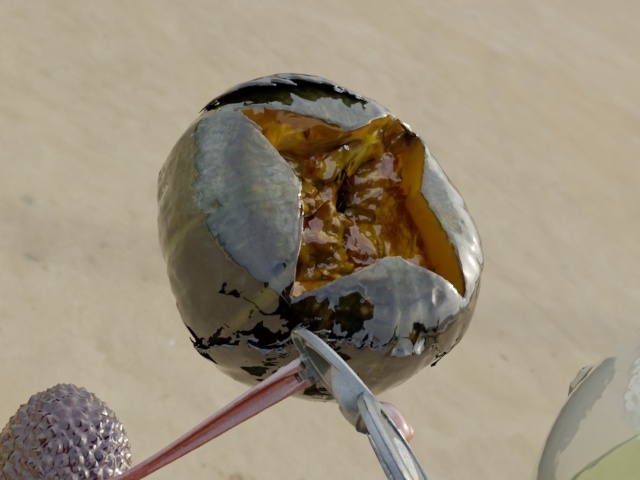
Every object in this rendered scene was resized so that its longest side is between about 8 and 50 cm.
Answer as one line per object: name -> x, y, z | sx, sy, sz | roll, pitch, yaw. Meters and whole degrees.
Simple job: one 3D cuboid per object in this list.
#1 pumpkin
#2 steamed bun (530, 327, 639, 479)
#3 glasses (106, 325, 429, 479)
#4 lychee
pumpkin -> 0.000, 0.000, 1.060 | 0.321, 0.192, 0.320 | 15, 54, -21
steamed bun -> 0.256, 0.163, 0.519 | 0.309, 0.309, 0.309 | 29, 23, -14
glasses -> -0.061, 0.179, 0.739 | 0.118, 0.268, 0.234 | 61, -6, -24
lychee -> -0.315, 0.266, 1.419 | 0.188, 0.188, 0.188 | 29, 23, -14
